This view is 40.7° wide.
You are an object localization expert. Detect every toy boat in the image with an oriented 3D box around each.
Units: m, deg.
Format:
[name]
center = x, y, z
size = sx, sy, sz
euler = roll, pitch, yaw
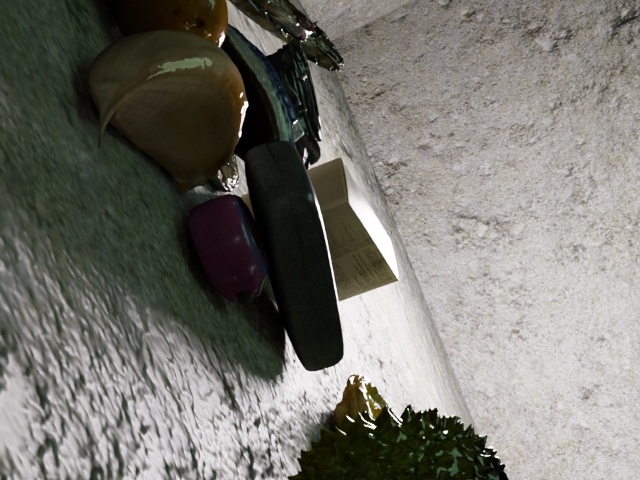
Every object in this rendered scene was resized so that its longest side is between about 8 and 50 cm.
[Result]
[toy boat]
center = -0.098, -0.200, 1.215
size = 0.262, 0.114, 0.115
euler = 59, 27, 4

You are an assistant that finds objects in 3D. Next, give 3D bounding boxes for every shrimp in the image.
[shrimp]
center = -0.094, -0.462, 1.706
size = 0.445, 0.085, 0.272
euler = 33, 7, -37

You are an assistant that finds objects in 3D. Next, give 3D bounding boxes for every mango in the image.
[mango]
center = -0.199, -0.326, 1.095
size = 0.151, 0.156, 0.249
euler = 7, 50, -35

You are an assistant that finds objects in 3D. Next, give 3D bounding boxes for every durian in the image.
[durian]
center = 0.078, 0.296, 0.908
size = 0.291, 0.224, 0.291
euler = -34, 129, -56

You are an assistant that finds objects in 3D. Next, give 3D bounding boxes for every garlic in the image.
[garlic]
center = -0.170, -0.151, 0.950
size = 0.245, 0.145, 0.164
euler = 29, 69, -70

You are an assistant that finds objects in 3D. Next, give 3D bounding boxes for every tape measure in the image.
[tape measure]
center = -0.105, 0.010, 1.000
size = 0.118, 0.074, 0.125
euler = -102, 170, -70

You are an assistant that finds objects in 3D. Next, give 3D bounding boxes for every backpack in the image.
[backpack]
center = -0.062, -0.252, 1.698
size = 0.206, 0.133, 0.258
euler = -104, 174, -81

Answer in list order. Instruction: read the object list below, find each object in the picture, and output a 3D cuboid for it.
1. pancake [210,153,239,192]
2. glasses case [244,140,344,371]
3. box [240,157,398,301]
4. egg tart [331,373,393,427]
[pancake]
center = -0.158, -0.139, 1.205
size = 0.158, 0.028, 0.158
euler = 59, 15, -27
[glasses case]
center = -0.030, 0.027, 1.099
size = 0.131, 0.074, 0.323
euler = -116, -169, -45
[box]
center = 0.000, 0.000, 1.281
size = 0.212, 0.168, 0.095
euler = 55, 18, -47
[egg tart]
center = 0.071, 0.284, 1.254
size = 0.191, 0.074, 0.191
euler = 60, 12, -22
